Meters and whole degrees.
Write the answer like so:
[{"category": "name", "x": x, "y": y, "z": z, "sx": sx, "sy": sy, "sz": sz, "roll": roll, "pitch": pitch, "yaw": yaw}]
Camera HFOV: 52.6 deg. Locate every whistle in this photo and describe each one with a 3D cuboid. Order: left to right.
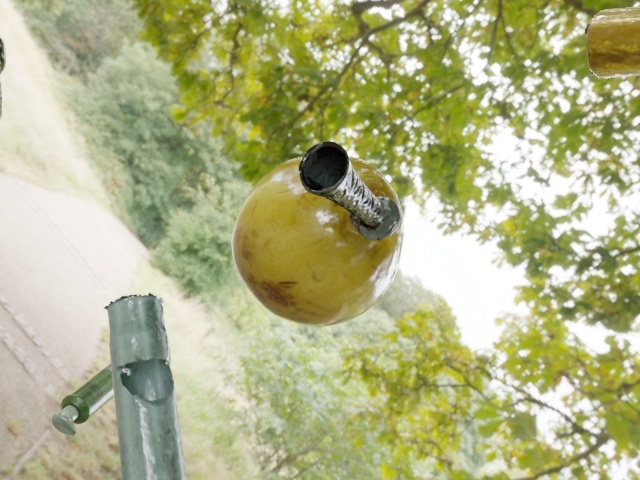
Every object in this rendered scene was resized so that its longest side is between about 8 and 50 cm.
[{"category": "whistle", "x": -0.161, "y": 0.205, "z": 0.619, "sx": 0.062, "sy": 0.062, "sz": 0.312, "roll": 41, "pitch": 33, "yaw": -64}]

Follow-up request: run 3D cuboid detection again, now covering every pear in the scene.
[{"category": "pear", "x": 0.000, "y": 0.000, "z": 1.016, "sx": 0.281, "sy": 0.280, "sz": 0.281, "roll": 46, "pitch": 2, "yaw": -3}]

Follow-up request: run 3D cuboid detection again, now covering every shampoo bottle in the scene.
[{"category": "shampoo bottle", "x": -0.436, "y": 0.299, "z": 1.234, "sx": 0.065, "sy": 0.065, "sz": 0.204, "roll": 46, "pitch": 19, "yaw": -1}]

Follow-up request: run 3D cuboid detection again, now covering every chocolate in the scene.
[{"category": "chocolate", "x": 0.398, "y": -0.215, "z": 0.686, "sx": 0.219, "sy": 0.086, "sz": 0.085, "roll": 15, "pitch": -24, "yaw": 50}]

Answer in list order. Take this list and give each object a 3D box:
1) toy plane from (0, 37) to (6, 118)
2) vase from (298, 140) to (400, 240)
[{"category": "toy plane", "x": -0.305, "y": -0.199, "z": 0.537, "sx": 0.088, "sy": 0.192, "sz": 0.262, "roll": 22, "pitch": 35, "yaw": -46}, {"category": "vase", "x": 0.038, "y": -0.050, "z": 0.728, "sx": 0.059, "sy": 0.059, "sz": 0.167, "roll": 48, "pitch": 7, "yaw": 30}]
